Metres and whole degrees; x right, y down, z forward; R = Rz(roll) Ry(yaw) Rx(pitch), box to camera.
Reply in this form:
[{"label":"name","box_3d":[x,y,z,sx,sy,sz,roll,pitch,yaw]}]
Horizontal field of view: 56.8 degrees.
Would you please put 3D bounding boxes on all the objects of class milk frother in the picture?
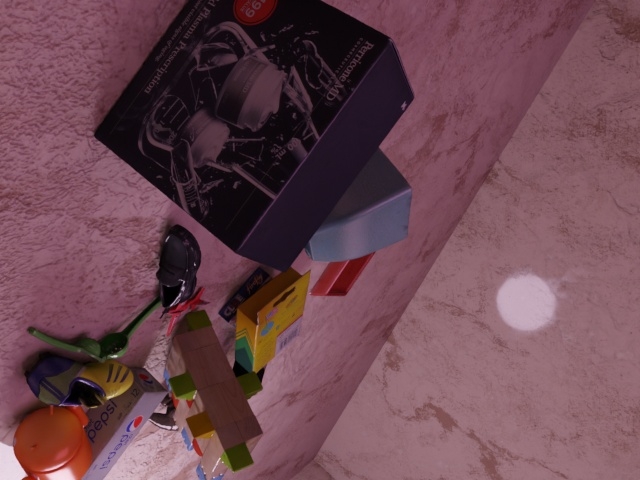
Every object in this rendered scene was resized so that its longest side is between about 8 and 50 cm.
[{"label":"milk frother","box_3d":[-0.230,0.349,1.732,0.143,0.129,0.135,58,34,-41]}]

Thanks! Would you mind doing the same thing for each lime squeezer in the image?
[{"label":"lime squeezer","box_3d":[-0.419,0.188,1.139,0.310,0.059,0.110,-10,133,-59]}]

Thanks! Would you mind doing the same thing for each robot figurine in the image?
[{"label":"robot figurine","box_3d":[-0.525,0.408,1.166,0.158,0.128,0.219,-27,149,-28]}]

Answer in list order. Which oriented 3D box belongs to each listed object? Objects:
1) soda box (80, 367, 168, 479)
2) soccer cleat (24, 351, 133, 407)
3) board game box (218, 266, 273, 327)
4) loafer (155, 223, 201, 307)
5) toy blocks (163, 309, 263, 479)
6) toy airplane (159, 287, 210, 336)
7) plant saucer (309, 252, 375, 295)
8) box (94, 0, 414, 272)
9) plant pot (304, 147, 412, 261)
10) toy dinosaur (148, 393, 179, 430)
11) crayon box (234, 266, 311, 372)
[{"label":"soda box","box_3d":[-0.478,0.426,1.335,0.286,0.091,0.098,-54,158,1]},{"label":"soccer cleat","box_3d":[-0.445,0.288,1.147,0.093,0.121,0.289,-52,159,-4]},{"label":"board game box","box_3d":[-0.178,0.183,1.647,0.165,0.042,0.243,-49,159,-10]},{"label":"loafer","box_3d":[-0.288,0.059,1.181,0.078,0.076,0.223,-47,163,-39]},{"label":"toy blocks","box_3d":[-0.271,0.399,1.404,0.190,0.381,0.261,-13,148,-33]},{"label":"toy airplane","box_3d":[-0.306,0.147,1.345,0.151,0.028,0.151,-43,158,-22]},{"label":"plant saucer","box_3d":[0.094,0.100,2.079,0.258,0.047,0.259,-56,159,8]},{"label":"box","box_3d":[-0.094,-0.187,0.879,0.343,0.312,0.179,-54,159,2]},{"label":"plant pot","box_3d":[0.044,-0.090,1.434,0.252,0.248,0.247,-30,154,-9]},{"label":"toy dinosaur","box_3d":[-0.353,0.447,1.592,0.313,0.121,0.160,-38,141,-44]},{"label":"crayon box","box_3d":[-0.132,0.206,1.605,0.202,0.081,0.319,-38,155,-35]}]
